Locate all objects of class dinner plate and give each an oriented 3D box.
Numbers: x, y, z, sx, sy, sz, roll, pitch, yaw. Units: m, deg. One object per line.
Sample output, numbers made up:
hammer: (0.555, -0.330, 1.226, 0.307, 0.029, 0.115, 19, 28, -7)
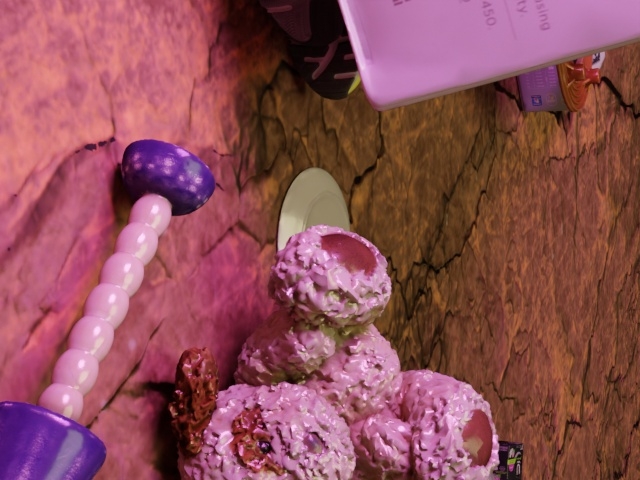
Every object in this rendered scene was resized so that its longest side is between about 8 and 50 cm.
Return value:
dinner plate: (0.000, 0.000, 1.023, 0.141, 0.017, 0.141, -6, 97, -60)

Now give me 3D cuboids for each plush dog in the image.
plush dog: (-0.021, 0.152, 0.868, 0.225, 0.211, 0.262, -39, 98, -37)

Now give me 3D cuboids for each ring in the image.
ring: (0.338, -0.336, 1.385, 0.336, 0.032, 0.336, -1, 90, -68)

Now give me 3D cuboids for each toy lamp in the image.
toy lamp: (-0.146, 0.059, 0.693, 0.080, 0.080, 0.274, 56, 44, -47)

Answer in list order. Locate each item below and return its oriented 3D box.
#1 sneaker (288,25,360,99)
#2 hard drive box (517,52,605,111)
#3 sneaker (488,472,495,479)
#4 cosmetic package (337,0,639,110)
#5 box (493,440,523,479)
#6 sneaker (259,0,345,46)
sneaker: (0.023, -0.235, 0.989, 0.094, 0.082, 0.208, -7, 99, -67)
hard drive box: (0.344, -0.332, 1.561, 0.181, 0.089, 0.232, -55, 137, -46)
sneaker: (0.129, 0.243, 1.209, 0.271, 0.100, 0.108, 52, 23, -45)
cosmetic package: (0.178, -0.346, 0.887, 0.393, 0.328, 0.329, -58, 131, -63)
box: (0.239, 0.314, 1.436, 0.062, 0.052, 0.083, 13, 80, -60)
sneaker: (-0.016, -0.290, 0.906, 0.228, 0.086, 0.132, 66, 35, -34)
